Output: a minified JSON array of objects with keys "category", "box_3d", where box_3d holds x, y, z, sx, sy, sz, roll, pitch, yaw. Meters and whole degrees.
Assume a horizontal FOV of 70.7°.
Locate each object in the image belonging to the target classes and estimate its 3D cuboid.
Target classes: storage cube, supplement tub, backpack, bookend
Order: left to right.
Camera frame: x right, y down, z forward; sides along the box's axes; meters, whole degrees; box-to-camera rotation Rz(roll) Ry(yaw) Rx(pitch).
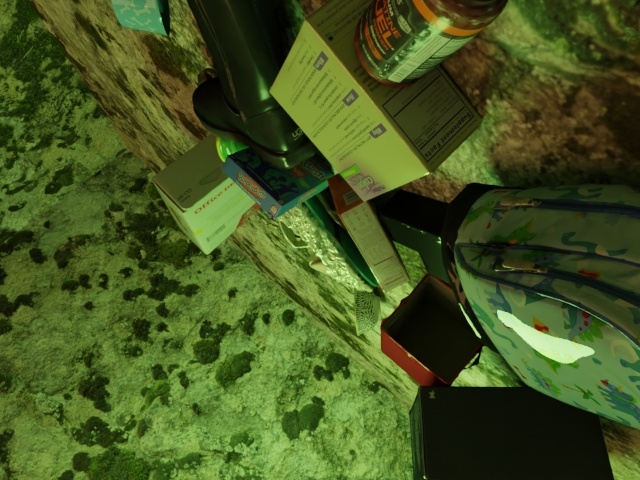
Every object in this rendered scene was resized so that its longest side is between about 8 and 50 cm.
[{"category":"bookend","box_3d":[0.209,-0.001,0.856,0.156,0.072,0.157,27,156,49]},{"category":"supplement tub","box_3d":[0.116,-0.243,0.461,0.106,0.106,0.198,48,162,-8]},{"category":"storage cube","box_3d":[0.268,0.231,1.058,0.215,0.184,0.193,38,162,24]},{"category":"backpack","box_3d":[0.320,0.069,0.515,0.356,0.273,0.290,-5,122,53]}]

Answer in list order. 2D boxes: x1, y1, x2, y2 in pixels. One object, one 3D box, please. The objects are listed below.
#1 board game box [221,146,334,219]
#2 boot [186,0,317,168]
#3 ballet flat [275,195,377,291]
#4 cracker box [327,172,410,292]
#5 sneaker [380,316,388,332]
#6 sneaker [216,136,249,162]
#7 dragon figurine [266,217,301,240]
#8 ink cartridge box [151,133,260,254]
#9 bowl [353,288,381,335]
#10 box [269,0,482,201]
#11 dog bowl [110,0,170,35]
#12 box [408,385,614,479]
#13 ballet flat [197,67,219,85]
[{"category":"board game box","box_3d":[-0.087,-0.149,0.997,0.160,0.210,0.047,43,130,8]},{"category":"boot","box_3d":[-0.189,-0.375,0.807,0.367,0.146,0.445,31,159,33]},{"category":"ballet flat","box_3d":[0.000,0.000,1.184,0.409,0.147,0.147,51,163,-30]},{"category":"cracker box","box_3d":[0.103,-0.023,0.956,0.232,0.067,0.155,57,-169,-33]},{"category":"sneaker","box_3d":[0.286,0.271,1.310,0.279,0.107,0.118,22,132,47]},{"category":"sneaker","box_3d":[-0.136,-0.203,1.120,0.124,0.109,0.296,9,167,36]},{"category":"dragon figurine","box_3d":[-0.059,-0.080,1.285,0.289,0.144,0.085,26,161,-2]},{"category":"ink cartridge box","box_3d":[-0.356,-0.152,1.497,0.160,0.279,0.384,44,162,11]},{"category":"bowl","box_3d":[0.151,0.214,1.431,0.170,0.080,0.170,-5,-90,-84]},{"category":"box","box_3d":[0.066,-0.199,0.659,0.243,0.117,0.213,49,163,-8]},{"category":"dog bowl","box_3d":[-0.296,-0.477,0.697,0.166,0.074,0.297,-115,20,-64]},{"category":"box","box_3d":[0.380,0.443,0.995,0.344,0.178,0.312,-2,149,7]},{"category":"ballet flat","box_3d":[-0.217,-0.322,1.146,0.058,0.084,0.249,-13,124,29]}]
